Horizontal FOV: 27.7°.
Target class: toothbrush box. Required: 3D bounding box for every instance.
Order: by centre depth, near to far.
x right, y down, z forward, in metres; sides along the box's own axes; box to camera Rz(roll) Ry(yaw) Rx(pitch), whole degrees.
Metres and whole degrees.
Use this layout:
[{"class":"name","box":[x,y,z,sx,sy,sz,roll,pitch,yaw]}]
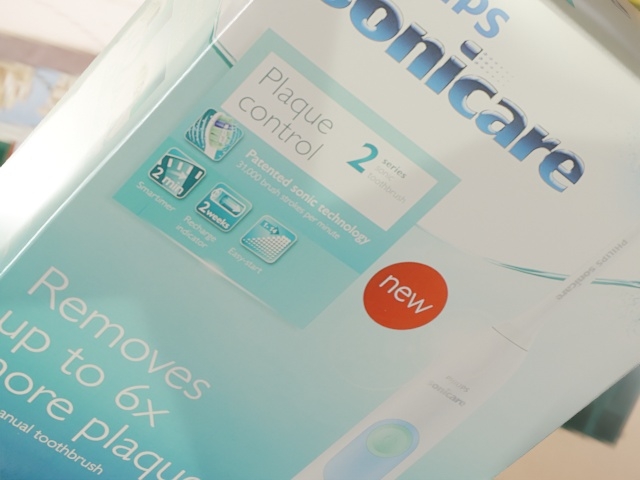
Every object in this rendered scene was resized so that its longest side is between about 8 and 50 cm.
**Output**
[{"class":"toothbrush box","box":[0.000,0.000,0.529,0.216,0.295,0.126,36,-156,-24]}]
